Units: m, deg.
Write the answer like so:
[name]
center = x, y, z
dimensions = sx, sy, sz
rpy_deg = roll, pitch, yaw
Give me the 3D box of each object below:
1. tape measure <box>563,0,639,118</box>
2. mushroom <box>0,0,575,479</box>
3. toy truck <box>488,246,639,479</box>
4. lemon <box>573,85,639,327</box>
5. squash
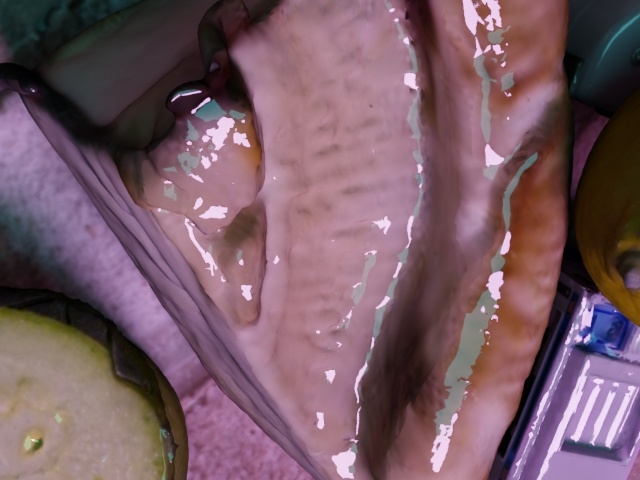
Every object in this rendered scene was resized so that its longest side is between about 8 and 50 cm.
[tape measure]
center = 0.279, -0.169, 0.699
dimensions = 0.236, 0.120, 0.197
rpy_deg = 7, 113, -26
[mushroom]
center = 0.038, -0.011, 0.654
dimensions = 0.313, 0.224, 0.397
rpy_deg = -37, 120, -18
[toy truck]
center = 0.157, 0.143, 0.739
dimensions = 0.124, 0.155, 0.268
rpy_deg = 13, 103, -20
[lemon]
center = 0.244, -0.023, 0.593
dimensions = 0.248, 0.184, 0.184
rpy_deg = -12, 112, -41
[squash]
center = -0.195, 0.140, 0.634
dimensions = 0.220, 0.133, 0.220
rpy_deg = 1, 83, -7
